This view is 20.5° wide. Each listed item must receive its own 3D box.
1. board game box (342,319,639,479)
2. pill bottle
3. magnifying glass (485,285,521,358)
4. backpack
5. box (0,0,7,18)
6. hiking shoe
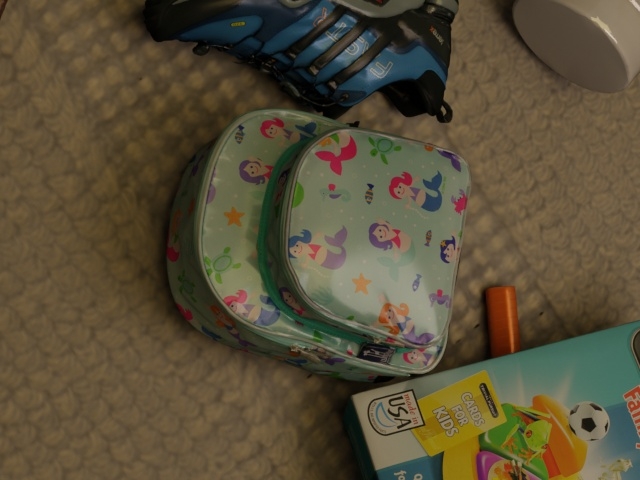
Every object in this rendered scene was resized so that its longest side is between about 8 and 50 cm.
[{"bbox_3d":[0.218,0.222,1.579,0.336,0.079,0.254,-14,68,-11],"label":"board game box"},{"bbox_3d":[0.316,-0.288,1.691,0.160,0.160,0.283,44,73,-16],"label":"pill bottle"},{"bbox_3d":[0.181,0.159,1.678,0.092,0.026,0.231,-7,84,17],"label":"magnifying glass"},{"bbox_3d":[0.000,0.000,1.540,0.253,0.191,0.225,15,75,-14],"label":"backpack"},{"bbox_3d":[-0.352,-0.231,1.399,0.203,0.167,0.168,22,80,-21],"label":"box"},{"bbox_3d":[-0.009,-0.172,1.574,0.304,0.113,0.132,-1,88,-23],"label":"hiking shoe"}]
